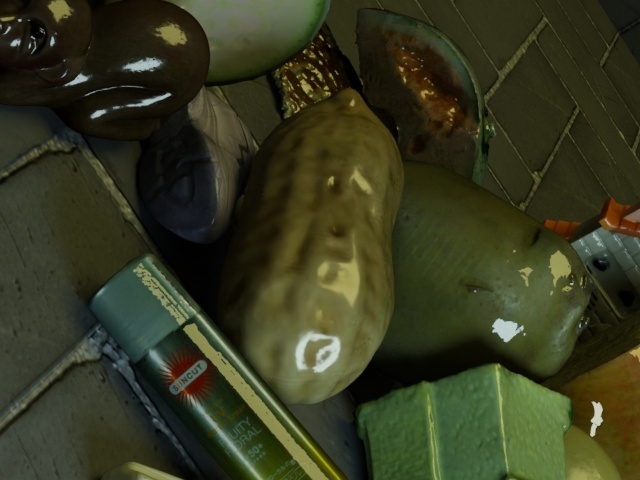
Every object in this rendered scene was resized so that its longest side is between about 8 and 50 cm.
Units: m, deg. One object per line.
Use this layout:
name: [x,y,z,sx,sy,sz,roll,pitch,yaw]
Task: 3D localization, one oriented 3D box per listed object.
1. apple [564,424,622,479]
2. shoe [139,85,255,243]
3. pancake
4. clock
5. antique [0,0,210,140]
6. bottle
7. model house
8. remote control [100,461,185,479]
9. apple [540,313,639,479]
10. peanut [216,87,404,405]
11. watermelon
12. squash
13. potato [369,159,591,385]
apple: [0.259,0.297,1.818,0.200,0.200,0.200,42,30,-32]
shoe: [-0.116,-0.075,1.641,0.137,0.095,0.245,33,29,-38]
pancake: [-0.038,-0.239,2.033,0.266,0.057,0.244,40,40,-26]
clock: [0.437,0.047,2.321,0.220,0.255,0.106,55,26,-10]
antique: [-0.220,-0.184,1.499,0.257,0.143,0.121,17,49,-41]
bottle: [-0.094,0.140,1.414,0.286,0.082,0.082,49,25,2]
model house: [0.156,0.261,1.661,0.195,0.214,0.189,32,47,-45]
remote control: [-0.099,0.259,1.358,0.230,0.049,0.090,34,37,-44]
apple: [0.406,0.234,2.160,0.252,0.314,0.309,17,16,12]
peanut: [0.000,0.000,1.571,0.192,0.169,0.387,77,20,-47]
watermelon: [0.166,-0.158,2.097,0.188,0.175,0.322,-18,106,-61]
squash: [-0.148,-0.397,1.739,0.263,0.263,0.384,31,37,-45]
potato: [0.140,0.053,1.759,0.326,0.243,0.221,35,10,24]
